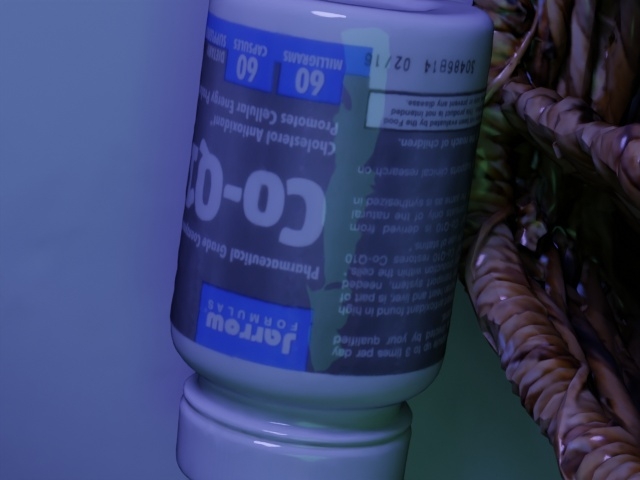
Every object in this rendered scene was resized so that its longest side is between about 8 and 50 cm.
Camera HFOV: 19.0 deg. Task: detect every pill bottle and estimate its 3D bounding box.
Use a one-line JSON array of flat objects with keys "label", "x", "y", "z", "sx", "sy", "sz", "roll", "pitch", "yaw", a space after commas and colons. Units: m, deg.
[{"label": "pill bottle", "x": 0.000, "y": 0.000, "z": 0.525, "sx": 0.078, "sy": 0.078, "sz": 0.137, "roll": 4, "pitch": 103, "yaw": -17}]

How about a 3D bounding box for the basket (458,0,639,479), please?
[{"label": "basket", "x": 0.122, "y": -0.025, "z": 0.435, "sx": 0.223, "sy": 0.299, "sz": 0.213, "roll": 40, "pitch": 91, "yaw": -23}]
